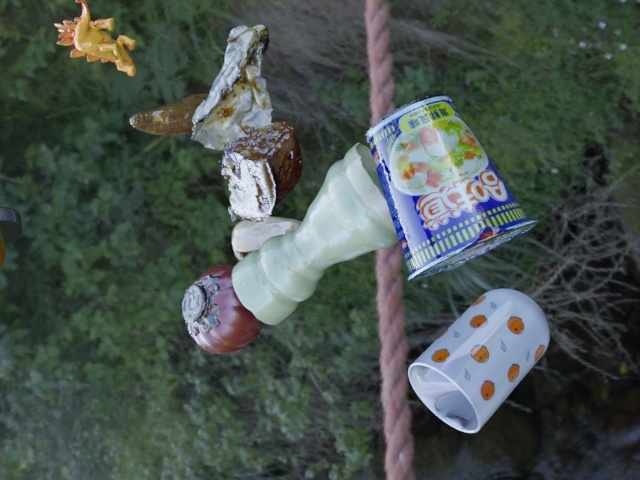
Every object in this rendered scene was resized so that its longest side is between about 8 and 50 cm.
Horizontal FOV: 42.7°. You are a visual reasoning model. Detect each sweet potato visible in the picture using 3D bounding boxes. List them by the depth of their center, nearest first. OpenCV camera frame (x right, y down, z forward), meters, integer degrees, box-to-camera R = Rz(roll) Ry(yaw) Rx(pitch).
[{"bbox_3d":[-0.341,-0.311,2.037,0.097,0.291,0.097,13,112,35],"label":"sweet potato"}]

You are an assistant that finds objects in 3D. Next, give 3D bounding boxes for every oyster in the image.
[{"bbox_3d":[-0.201,-0.346,1.898,0.133,0.197,0.337,58,148,30],"label":"oyster"}]

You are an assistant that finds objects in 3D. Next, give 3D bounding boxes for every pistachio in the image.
[{"bbox_3d":[-0.143,0.001,2.294,0.157,0.229,0.157,-6,-90,-76],"label":"pistachio"}]

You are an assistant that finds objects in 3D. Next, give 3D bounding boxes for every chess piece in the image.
[{"bbox_3d":[0.000,0.000,1.893,0.442,0.234,0.234,-40,37,21],"label":"chess piece"}]

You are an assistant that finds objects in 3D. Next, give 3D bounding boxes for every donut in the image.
[{"bbox_3d":[-0.092,-0.112,1.411,0.144,0.187,0.126,26,59,35],"label":"donut"}]

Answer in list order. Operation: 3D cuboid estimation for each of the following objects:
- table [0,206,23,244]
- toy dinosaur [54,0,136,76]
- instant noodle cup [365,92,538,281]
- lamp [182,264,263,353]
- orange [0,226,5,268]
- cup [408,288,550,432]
[{"bbox_3d":[-0.823,-0.032,2.068,0.133,0.133,0.043,-49,55,47],"label":"table"},{"bbox_3d":[-0.410,-0.360,1.459,0.288,0.117,0.071,48,-135,-71],"label":"toy dinosaur"},{"bbox_3d":[0.239,-0.113,1.638,0.284,0.284,0.312,-39,73,55],"label":"instant noodle cup"},{"bbox_3d":[-0.235,0.173,2.054,0.227,0.226,0.227,-45,38,51],"label":"lamp"},{"bbox_3d":[-0.569,0.001,1.302,0.156,0.124,0.156,45,156,27],"label":"orange"},{"bbox_3d":[0.389,0.268,1.942,0.317,0.212,0.212,-41,11,-24],"label":"cup"}]
